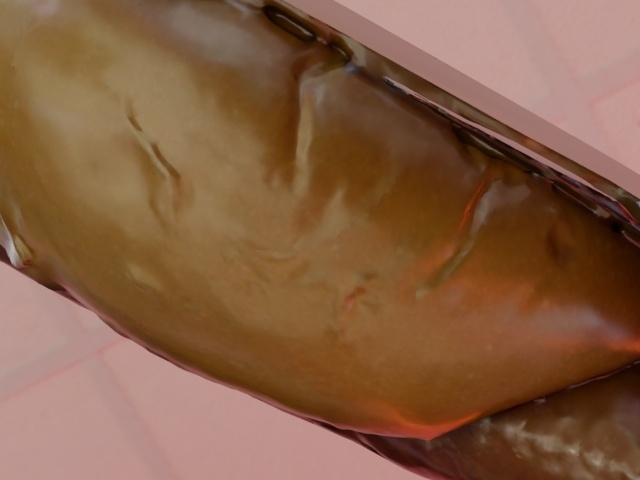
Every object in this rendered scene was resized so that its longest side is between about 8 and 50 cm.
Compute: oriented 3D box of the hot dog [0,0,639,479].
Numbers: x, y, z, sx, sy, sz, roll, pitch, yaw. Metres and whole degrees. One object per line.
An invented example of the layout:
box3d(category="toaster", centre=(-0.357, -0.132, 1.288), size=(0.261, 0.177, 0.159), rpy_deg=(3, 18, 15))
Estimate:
box3d(category="hot dog", centre=(0.001, -0.001, 0.477), size=(0.326, 0.194, 0.107), rpy_deg=(33, -80, 28))
